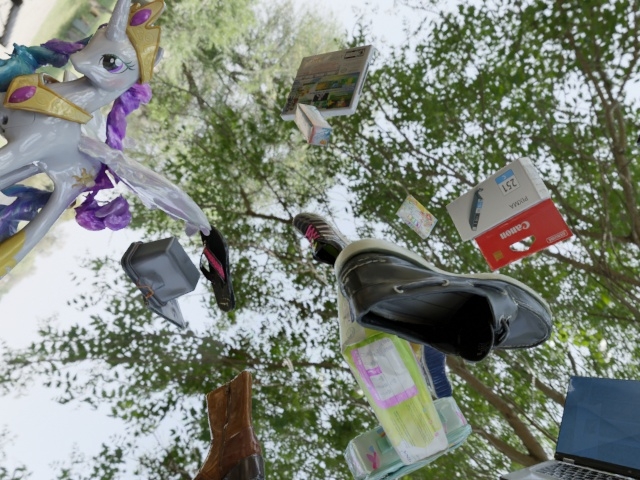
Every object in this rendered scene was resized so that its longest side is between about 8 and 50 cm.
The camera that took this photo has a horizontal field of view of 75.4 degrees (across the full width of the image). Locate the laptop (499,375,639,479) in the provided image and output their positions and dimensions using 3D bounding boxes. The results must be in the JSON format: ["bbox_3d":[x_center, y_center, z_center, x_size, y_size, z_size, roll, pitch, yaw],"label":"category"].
[{"bbox_3d":[0.717,0.483,1.020,0.381,0.407,0.237,-22,-114,56],"label":"laptop"}]

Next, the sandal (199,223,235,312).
[{"bbox_3d":[-0.204,0.054,0.794,0.067,0.179,0.040,-9,-177,43],"label":"sandal"}]

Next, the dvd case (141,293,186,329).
[{"bbox_3d":[-0.453,0.151,1.174,0.018,0.221,0.165,-26,-118,-5],"label":"dvd case"}]

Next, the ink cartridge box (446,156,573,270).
[{"bbox_3d":[0.561,-0.065,1.270,0.296,0.066,0.261,-42,-113,52],"label":"ink cartridge box"}]

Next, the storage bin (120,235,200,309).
[{"bbox_3d":[-0.304,0.060,0.808,0.090,0.135,0.098,-18,-148,13],"label":"storage bin"}]

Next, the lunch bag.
[{"bbox_3d":[0.191,0.463,0.937,0.278,0.224,0.108,-18,-122,-17],"label":"lunch bag"}]

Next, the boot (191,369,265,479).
[{"bbox_3d":[-0.262,0.481,0.983,0.264,0.096,0.281,-39,-141,11],"label":"boot"}]

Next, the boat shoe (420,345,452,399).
[{"bbox_3d":[0.292,0.329,1.096,0.066,0.184,0.066,-13,-175,-13],"label":"boat shoe"}]

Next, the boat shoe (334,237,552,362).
[{"bbox_3d":[0.180,0.102,0.540,0.127,0.339,0.113,-55,-158,29],"label":"boat shoe"}]

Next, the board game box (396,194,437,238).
[{"bbox_3d":[0.385,-0.094,1.651,0.103,0.154,0.026,-53,-172,-29],"label":"board game box"}]

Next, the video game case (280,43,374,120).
[{"bbox_3d":[0.024,-0.608,1.605,0.328,0.036,0.300,6,-110,33],"label":"video game case"}]

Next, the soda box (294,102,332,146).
[{"bbox_3d":[-0.025,-0.349,1.243,0.183,0.062,0.058,-115,-145,-48],"label":"soda box"}]

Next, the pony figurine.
[{"bbox_3d":[-0.321,-0.108,0.537,0.363,0.303,0.351,-43,171,-19],"label":"pony figurine"}]

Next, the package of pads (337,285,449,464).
[{"bbox_3d":[0.132,0.237,0.789,0.101,0.297,0.229,-25,-161,9],"label":"package of pads"}]

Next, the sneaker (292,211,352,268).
[{"bbox_3d":[0.000,0.000,0.849,0.074,0.170,0.063,-23,147,-53],"label":"sneaker"}]

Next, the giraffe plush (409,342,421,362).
[{"bbox_3d":[0.316,0.341,1.363,0.210,0.170,0.182,-20,-109,4],"label":"giraffe plush"}]

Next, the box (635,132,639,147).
[{"bbox_3d":[0.719,-0.228,0.696,0.261,0.103,0.185,22,-71,35],"label":"box"}]
